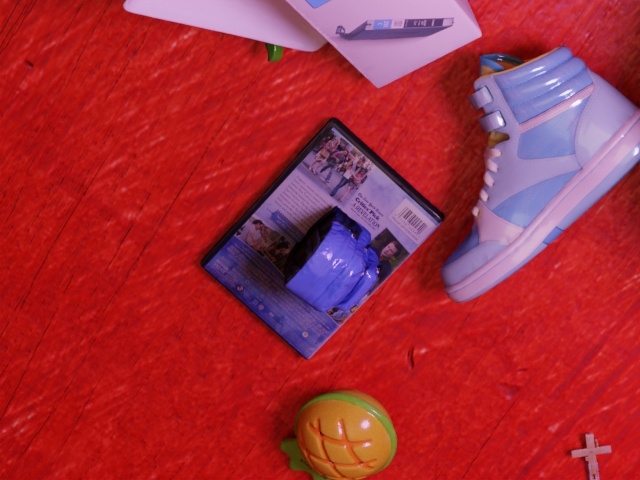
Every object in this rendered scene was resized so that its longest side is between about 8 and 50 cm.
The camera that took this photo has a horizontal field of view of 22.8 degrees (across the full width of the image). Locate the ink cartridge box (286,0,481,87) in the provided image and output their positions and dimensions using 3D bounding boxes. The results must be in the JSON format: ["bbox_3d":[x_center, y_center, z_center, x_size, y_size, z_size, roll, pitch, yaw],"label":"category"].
[{"bbox_3d":[0.105,-0.296,1.662,0.261,0.296,0.066,-27,63,17],"label":"ink cartridge box"}]

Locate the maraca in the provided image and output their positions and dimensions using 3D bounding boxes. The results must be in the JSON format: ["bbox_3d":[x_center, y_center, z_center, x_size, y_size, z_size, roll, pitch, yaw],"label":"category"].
[{"bbox_3d":[0.022,0.248,1.942,0.127,0.099,0.186,37,135,-1],"label":"maraca"}]

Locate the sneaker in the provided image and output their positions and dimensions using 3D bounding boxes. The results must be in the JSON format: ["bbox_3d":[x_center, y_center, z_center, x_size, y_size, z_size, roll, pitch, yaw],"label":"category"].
[{"bbox_3d":[0.209,-0.090,1.795,0.208,0.127,0.319,47,113,3],"label":"sneaker"}]

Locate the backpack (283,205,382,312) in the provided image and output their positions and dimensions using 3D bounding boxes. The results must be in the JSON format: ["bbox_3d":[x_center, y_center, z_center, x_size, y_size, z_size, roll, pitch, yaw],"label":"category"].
[{"bbox_3d":[0.017,0.028,1.832,0.101,0.120,0.098,35,109,-2],"label":"backpack"}]

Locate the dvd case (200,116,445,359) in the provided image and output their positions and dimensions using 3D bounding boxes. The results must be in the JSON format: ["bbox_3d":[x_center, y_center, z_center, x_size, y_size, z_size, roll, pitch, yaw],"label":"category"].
[{"bbox_3d":[0.000,0.000,1.903,0.180,0.022,0.253,42,109,-4],"label":"dvd case"}]

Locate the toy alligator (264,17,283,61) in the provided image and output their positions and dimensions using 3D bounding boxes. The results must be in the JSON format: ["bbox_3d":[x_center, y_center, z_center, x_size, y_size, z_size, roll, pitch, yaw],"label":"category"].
[{"bbox_3d":[-0.054,-0.300,1.804,0.051,0.056,0.190,25,116,44],"label":"toy alligator"}]

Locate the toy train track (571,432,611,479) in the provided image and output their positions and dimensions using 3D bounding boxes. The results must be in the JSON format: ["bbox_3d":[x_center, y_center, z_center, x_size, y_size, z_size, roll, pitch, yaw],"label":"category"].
[{"bbox_3d":[0.332,0.271,1.939,0.048,0.014,0.083,-8,112,4],"label":"toy train track"}]

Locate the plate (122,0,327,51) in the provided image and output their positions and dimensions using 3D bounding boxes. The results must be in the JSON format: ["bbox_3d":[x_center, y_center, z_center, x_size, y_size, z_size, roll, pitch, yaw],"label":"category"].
[{"bbox_3d":[-0.030,-0.314,1.664,0.278,0.277,0.045,-40,56,38],"label":"plate"}]
